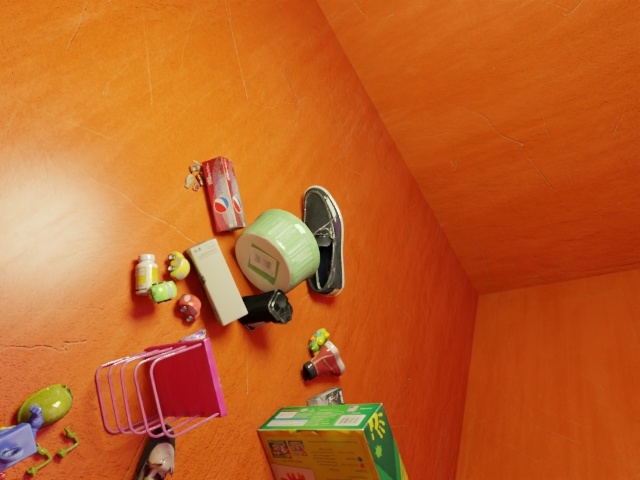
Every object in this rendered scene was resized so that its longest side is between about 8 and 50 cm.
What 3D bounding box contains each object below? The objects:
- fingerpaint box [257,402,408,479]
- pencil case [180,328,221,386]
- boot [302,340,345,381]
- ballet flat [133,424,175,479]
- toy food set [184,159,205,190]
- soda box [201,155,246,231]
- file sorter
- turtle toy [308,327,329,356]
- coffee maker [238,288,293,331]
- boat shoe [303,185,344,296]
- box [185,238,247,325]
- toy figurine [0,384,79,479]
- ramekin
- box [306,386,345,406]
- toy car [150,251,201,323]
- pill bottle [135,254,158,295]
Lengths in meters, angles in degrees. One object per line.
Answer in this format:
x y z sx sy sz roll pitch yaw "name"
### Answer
0.051 0.761 1.555 0.163 0.444 0.372 -24 96 -55 "fingerpaint box"
-0.375 0.386 1.443 0.088 0.086 0.206 -14 89 -82 "pencil case"
0.006 0.537 1.912 0.176 0.088 0.244 -40 142 -17 "boot"
-0.446 0.634 1.230 0.095 0.096 0.281 47 43 -31 "ballet flat"
-0.440 -0.228 1.647 0.078 0.019 0.122 33 52 -43 "toy food set"
-0.349 -0.165 1.673 0.092 0.083 0.264 3 72 -74 "soda box"
-0.424 0.388 1.195 0.182 0.290 0.202 -10 85 -52 "file sorter"
-0.007 0.418 1.933 0.130 0.066 0.095 -37 149 -53 "turtle toy"
-0.213 0.241 1.633 0.171 0.178 0.120 33 51 -43 "coffee maker"
0.000 0.000 2.020 0.156 0.186 0.501 2 80 -59 "boat shoe"
-0.346 0.136 1.530 0.094 0.113 0.275 -25 97 -23 "box"
-0.633 0.441 0.948 0.362 0.217 0.192 -18 92 -54 "toy figurine"
-0.167 0.052 1.679 0.148 0.303 0.304 -41 110 -44 "ramekin"
0.038 0.739 1.883 0.183 0.056 0.231 -1 77 -54 "box"
-0.437 0.147 1.400 0.225 0.053 0.239 -9 83 -81 "toy car"
-0.517 0.103 1.371 0.065 0.065 0.117 11 68 -51 "pill bottle"
